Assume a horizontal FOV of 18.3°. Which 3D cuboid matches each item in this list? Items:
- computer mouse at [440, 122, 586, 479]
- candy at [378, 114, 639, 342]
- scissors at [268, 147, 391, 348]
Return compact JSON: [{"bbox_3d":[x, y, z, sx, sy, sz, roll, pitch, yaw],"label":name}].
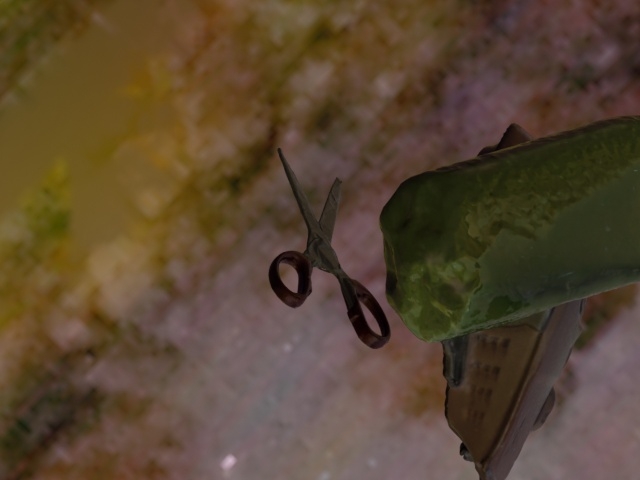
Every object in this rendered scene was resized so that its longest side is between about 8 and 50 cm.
[{"bbox_3d":[0.181,0.084,1.793,0.199,0.115,0.389,-43,137,-61],"label":"computer mouse"},{"bbox_3d":[0.203,-0.016,1.633,0.344,0.142,0.132,-13,165,-34],"label":"candy"},{"bbox_3d":[0.000,0.000,1.988,0.017,0.144,0.247,-46,-149,27],"label":"scissors"}]
